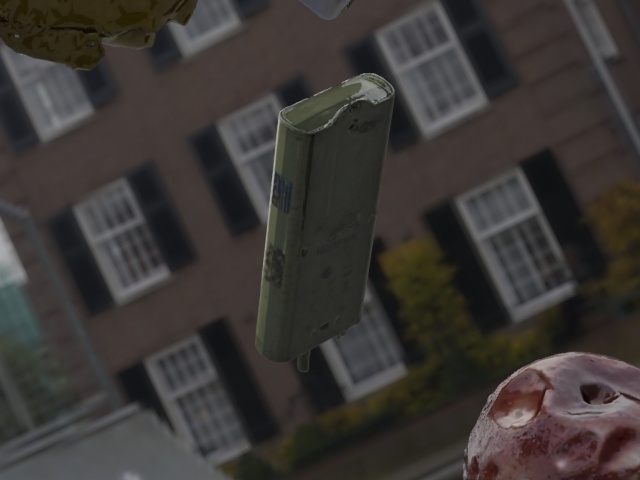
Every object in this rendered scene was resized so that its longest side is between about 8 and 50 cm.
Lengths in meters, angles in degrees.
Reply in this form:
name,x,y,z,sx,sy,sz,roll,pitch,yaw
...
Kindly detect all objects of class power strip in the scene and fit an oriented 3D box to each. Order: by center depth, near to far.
name,x,y,z,sx,sy,sz,roll,pitch,yaw
power strip,0.000,0.000,1.386,0.092,0.034,0.268,-28,-38,-33

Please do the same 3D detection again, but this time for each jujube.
name,x,y,z,sx,sy,sz,roll,pitch,yaw
jujube,0.165,0.182,1.261,0.155,0.155,0.230,-23,-44,-25

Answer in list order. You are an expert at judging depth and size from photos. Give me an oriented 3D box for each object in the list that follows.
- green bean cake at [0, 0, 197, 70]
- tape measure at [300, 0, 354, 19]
name,x,y,z,sx,sy,sz,roll,pitch,yaw
green bean cake,-0.155,-0.215,0.938,0.229,0.131,0.224,8,-67,-33
tape measure,-0.011,-0.261,1.304,0.105,0.196,0.178,-52,10,-29
